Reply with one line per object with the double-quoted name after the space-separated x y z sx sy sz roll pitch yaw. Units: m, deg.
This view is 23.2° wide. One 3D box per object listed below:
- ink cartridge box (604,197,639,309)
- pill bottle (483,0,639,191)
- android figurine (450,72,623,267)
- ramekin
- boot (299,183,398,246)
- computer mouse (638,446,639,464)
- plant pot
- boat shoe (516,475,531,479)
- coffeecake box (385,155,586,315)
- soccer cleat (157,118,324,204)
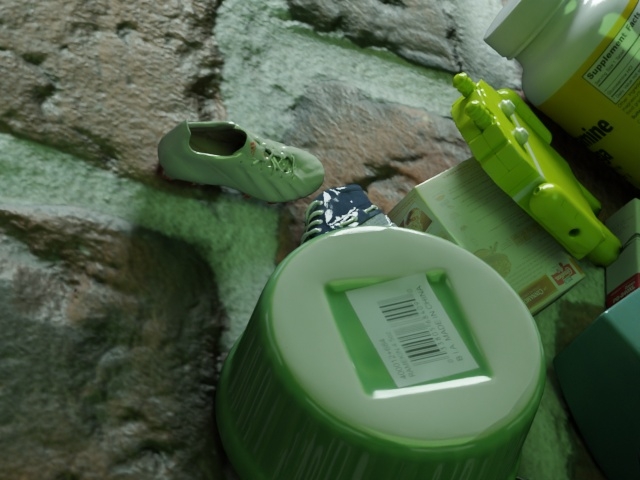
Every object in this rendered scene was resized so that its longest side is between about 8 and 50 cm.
0.401 0.037 1.859 0.109 0.063 0.150 22 50 -19 "ink cartridge box"
0.372 -0.198 1.918 0.334 0.188 0.188 38 46 -4 "pill bottle"
0.240 -0.085 1.769 0.273 0.056 0.248 42 19 -29 "android figurine"
0.062 0.128 1.460 0.303 0.148 0.303 9 46 -9 "ramekin"
0.000 0.000 1.629 0.086 0.069 0.190 50 38 16 "boot"
0.401 0.160 1.559 0.262 0.060 0.184 -13 61 -36 "computer mouse"
0.379 0.174 1.686 0.165 0.166 0.234 -28 74 -42 "plant pot"
0.123 0.247 1.523 0.223 0.073 0.080 10 55 -28 "boat shoe"
0.184 0.008 1.733 0.142 0.068 0.185 -28 77 -44 "coffeecake box"
-0.074 -0.084 1.623 0.196 0.076 0.068 7 56 -30 "soccer cleat"
